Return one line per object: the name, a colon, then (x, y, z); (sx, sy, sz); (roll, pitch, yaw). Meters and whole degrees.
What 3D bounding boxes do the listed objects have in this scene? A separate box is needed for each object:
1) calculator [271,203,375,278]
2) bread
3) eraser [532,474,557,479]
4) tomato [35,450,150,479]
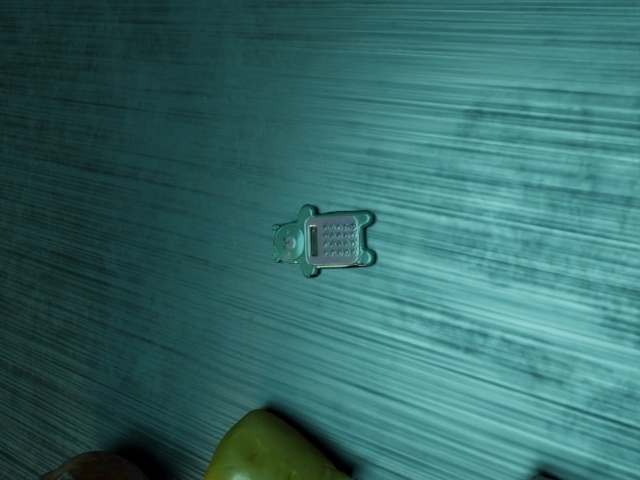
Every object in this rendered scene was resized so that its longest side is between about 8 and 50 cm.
calculator: (0.000, 0.000, 0.638); (0.141, 0.019, 0.094); (-3, 89, 24)
bread: (-0.057, 0.289, 0.599); (0.173, 0.085, 0.134); (27, 74, 21)
eraser: (0.198, 0.381, 0.459); (0.095, 0.174, 0.270); (21, 101, -21)
tomato: (-0.315, 0.400, 0.669); (0.232, 0.232, 0.188); (-28, 106, 21)
